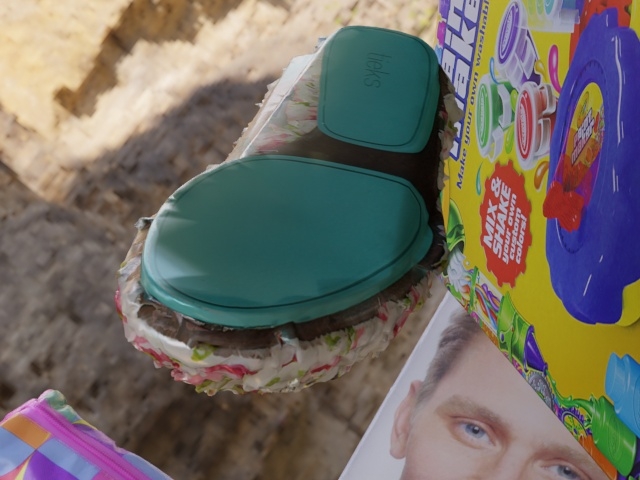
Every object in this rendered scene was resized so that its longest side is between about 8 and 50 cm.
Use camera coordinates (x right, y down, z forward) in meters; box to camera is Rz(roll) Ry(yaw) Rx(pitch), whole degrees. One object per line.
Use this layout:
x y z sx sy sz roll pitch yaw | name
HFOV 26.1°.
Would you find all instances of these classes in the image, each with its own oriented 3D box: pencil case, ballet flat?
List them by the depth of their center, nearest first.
0.000 0.000 0.455 0.241 0.091 0.077 -56 -19 -59 | ballet flat
-0.114 0.188 0.875 0.104 0.236 0.104 -53 -17 -24 | pencil case

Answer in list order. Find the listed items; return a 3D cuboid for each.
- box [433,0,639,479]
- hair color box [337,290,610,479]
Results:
0.180 -0.078 0.611 0.279 0.177 0.290 -126 37 -62 | box
0.080 0.192 0.752 0.347 0.174 0.105 -57 -20 -27 | hair color box
